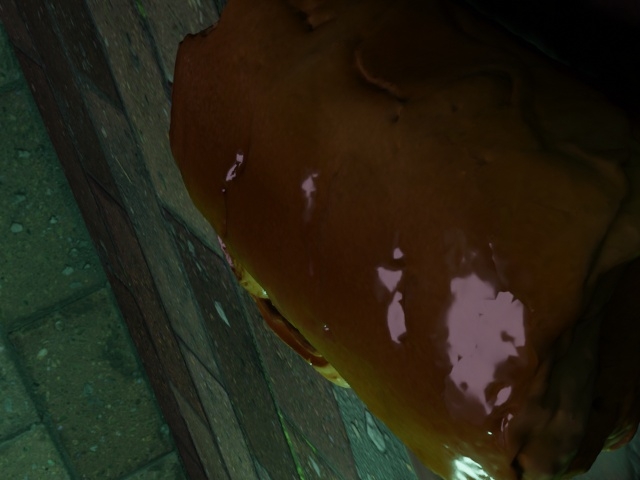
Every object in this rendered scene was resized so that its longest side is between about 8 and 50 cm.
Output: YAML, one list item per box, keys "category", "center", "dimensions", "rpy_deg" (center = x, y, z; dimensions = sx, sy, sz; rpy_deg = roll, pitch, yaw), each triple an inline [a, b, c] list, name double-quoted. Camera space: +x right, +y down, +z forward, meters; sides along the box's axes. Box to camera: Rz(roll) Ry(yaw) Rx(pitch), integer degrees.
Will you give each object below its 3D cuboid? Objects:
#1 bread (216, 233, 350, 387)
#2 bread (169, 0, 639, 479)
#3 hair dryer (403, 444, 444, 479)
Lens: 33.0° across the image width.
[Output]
- category: "bread"
  center: [0.001, 0.003, 0.818]
  dimensions: [0.236, 0.120, 0.198]
  rpy_deg: [37, 147, 54]
- category: "bread"
  center: [0.036, -0.033, 0.547]
  dimensions: [0.344, 0.149, 0.195]
  rpy_deg: [43, 120, 45]
- category: "hair dryer"
  center: [0.148, 0.239, 0.813]
  dimensions: [0.296, 0.119, 0.298]
  rpy_deg: [131, 124, -64]
